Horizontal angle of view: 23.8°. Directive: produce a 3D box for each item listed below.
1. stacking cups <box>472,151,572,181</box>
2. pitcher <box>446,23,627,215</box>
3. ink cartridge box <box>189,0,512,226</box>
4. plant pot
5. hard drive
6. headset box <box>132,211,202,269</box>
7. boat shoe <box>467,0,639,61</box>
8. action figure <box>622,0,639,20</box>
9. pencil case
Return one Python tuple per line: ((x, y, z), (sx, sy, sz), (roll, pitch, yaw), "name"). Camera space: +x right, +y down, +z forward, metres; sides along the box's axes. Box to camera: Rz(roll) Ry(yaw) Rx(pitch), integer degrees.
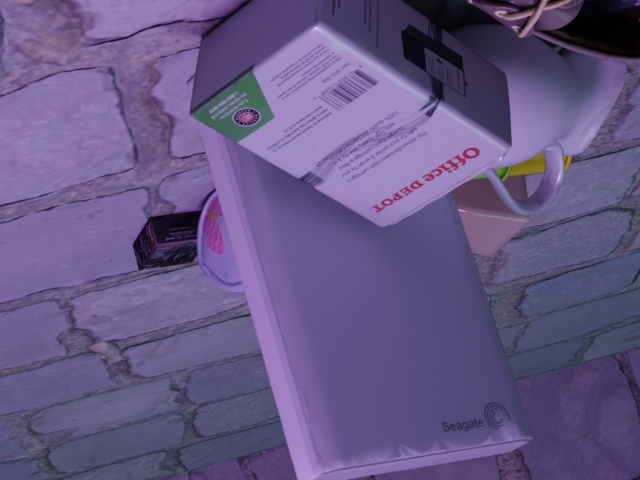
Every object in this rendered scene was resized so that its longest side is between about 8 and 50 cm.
((0.080, -0.089, 1.464), (0.316, 0.096, 0.096), (-8, 161, -14), "stacking cups")
((0.166, -0.103, 1.358), (0.207, 0.178, 0.125), (-4, -156, -44), "pitcher")
((0.027, -0.114, 1.194), (0.208, 0.087, 0.153), (30, 137, -32), "ink cartridge box")
((0.151, -0.053, 1.610), (0.096, 0.109, 0.109), (4, 157, -17), "plant pot")
((0.034, 0.019, 1.286), (0.233, 0.353, 0.047), (-2, 158, -38), "hard drive")
((-0.155, -0.001, 1.597), (0.062, 0.032, 0.083), (-8, 162, -25), "headset box")
((0.174, -0.204, 1.155), (0.116, 0.097, 0.324), (-28, 160, 33), "boat shoe")
((0.195, -0.236, 0.965), (0.285, 0.185, 0.099), (22, 133, -39), "action figure")
((0.000, 0.000, 1.605), (0.273, 0.114, 0.124), (2, 157, -45), "pencil case")
